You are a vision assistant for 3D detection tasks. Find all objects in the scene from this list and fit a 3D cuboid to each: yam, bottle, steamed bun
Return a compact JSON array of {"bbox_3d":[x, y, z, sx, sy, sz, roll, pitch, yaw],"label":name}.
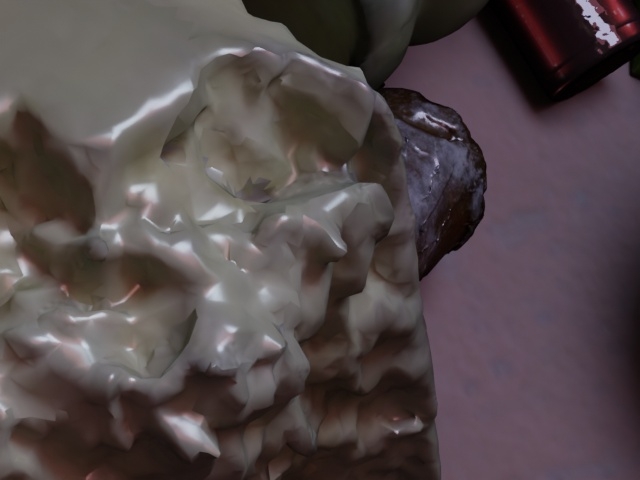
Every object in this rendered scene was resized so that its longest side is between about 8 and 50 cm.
[{"bbox_3d":[0.001,0.000,0.665,0.079,0.079,0.141,48,56,1],"label":"yam"},{"bbox_3d":[0.085,-0.146,0.799,0.060,0.060,0.164,-25,79,-35],"label":"bottle"},{"bbox_3d":[-0.142,0.058,0.438,0.273,0.290,0.272,37,58,14],"label":"steamed bun"}]

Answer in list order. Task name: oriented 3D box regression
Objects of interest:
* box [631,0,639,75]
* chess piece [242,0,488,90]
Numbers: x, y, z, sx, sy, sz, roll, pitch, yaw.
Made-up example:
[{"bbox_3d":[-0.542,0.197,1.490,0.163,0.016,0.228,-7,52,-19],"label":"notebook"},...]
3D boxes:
[{"bbox_3d":[0.267,-0.165,0.851,0.178,0.148,0.195,19,58,-18],"label":"box"},{"bbox_3d":[0.087,-0.204,0.706,0.330,0.182,0.182,-32,84,-21],"label":"chess piece"}]
